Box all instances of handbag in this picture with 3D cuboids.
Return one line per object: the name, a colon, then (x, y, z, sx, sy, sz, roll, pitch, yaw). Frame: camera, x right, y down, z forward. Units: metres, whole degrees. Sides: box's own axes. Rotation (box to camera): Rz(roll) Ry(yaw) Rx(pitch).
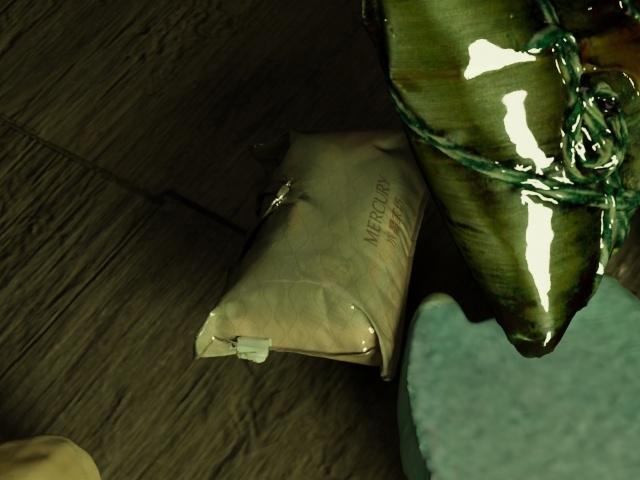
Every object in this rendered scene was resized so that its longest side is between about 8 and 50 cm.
handbag: (0.000, 0.000, 0.947, 0.182, 0.117, 0.270, 3, 47, 15)

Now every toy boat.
toy boat: (0.166, 0.164, 0.818, 0.215, 0.123, 0.330, -9, 42, -5)

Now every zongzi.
zongzi: (0.150, -0.132, 0.934, 0.383, 0.319, 0.362, -31, 22, -35)

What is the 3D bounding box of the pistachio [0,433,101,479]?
pistachio: (-0.248, 0.236, 0.826, 0.152, 0.126, 0.223, 36, 58, -6)
